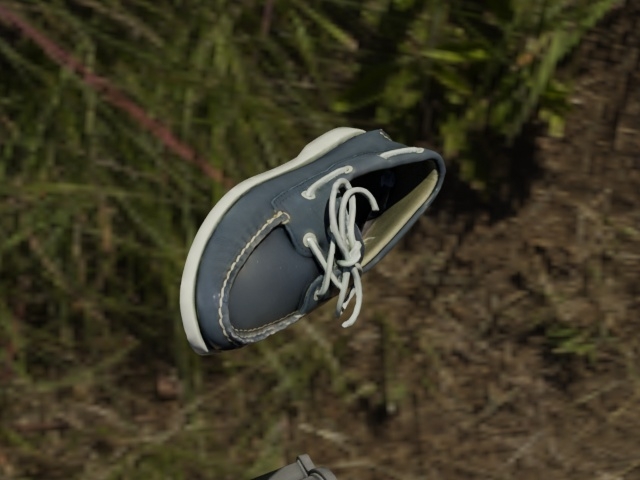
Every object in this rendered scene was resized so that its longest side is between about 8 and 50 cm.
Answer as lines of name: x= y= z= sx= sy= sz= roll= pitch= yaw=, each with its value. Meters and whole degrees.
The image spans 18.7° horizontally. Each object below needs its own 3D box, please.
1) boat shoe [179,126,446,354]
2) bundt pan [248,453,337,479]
boat shoe: x=0.000 y=0.000 z=1.243 sx=0.079 sy=0.254 sz=0.095 roll=6 pitch=114 yaw=28
bundt pan: x=-0.037 y=0.339 z=1.486 sx=0.331 sy=0.124 sz=0.330 roll=170 pitch=90 yaw=-73
